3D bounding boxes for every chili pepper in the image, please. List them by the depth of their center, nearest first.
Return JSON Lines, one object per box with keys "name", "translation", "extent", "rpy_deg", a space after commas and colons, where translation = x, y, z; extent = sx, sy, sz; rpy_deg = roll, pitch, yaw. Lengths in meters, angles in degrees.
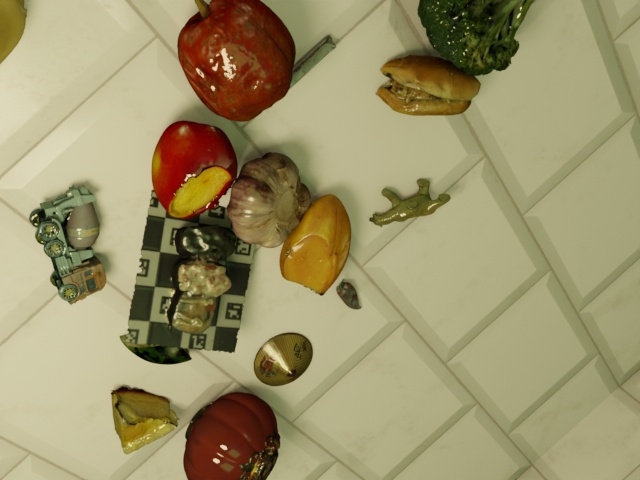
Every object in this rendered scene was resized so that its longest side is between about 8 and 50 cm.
{"name": "chili pepper", "translation": [0.083, 0.161, 1.814], "extent": [0.050, 0.041, 0.153], "rpy_deg": [-23, 141, 11]}

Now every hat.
{"name": "hat", "translation": [-0.097, 0.374, 1.817], "extent": [0.193, 0.082, 0.193], "rpy_deg": [-10, 118, -20]}

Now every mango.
{"name": "mango", "translation": [0.000, 0.000, 1.637], "extent": [0.187, 0.138, 0.257], "rpy_deg": [20, 104, -26]}

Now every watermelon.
{"name": "watermelon", "translation": [-0.432, 0.280, 1.602], "extent": [0.145, 0.137, 0.193], "rpy_deg": [-25, 165, -13]}

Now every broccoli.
{"name": "broccoli", "translation": [0.372, -0.553, 1.445], "extent": [0.283, 0.304, 0.321], "rpy_deg": [-27, 158, 36]}

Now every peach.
{"name": "peach", "translation": [-0.285, -0.153, 1.387], "extent": [0.196, 0.190, 0.226], "rpy_deg": [7, 98, -3]}

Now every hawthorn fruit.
{"name": "hawthorn fruit", "translation": [-0.177, -0.385, 1.302], "extent": [0.258, 0.258, 0.262], "rpy_deg": [-48, 152, 5]}

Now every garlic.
{"name": "garlic", "translation": [-0.137, -0.102, 1.513], "extent": [0.245, 0.160, 0.245], "rpy_deg": [-25, 124, -44]}

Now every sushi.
{"name": "sushi", "translation": [-0.289, 0.089, 1.489], "extent": [0.296, 0.100, 0.373], "rpy_deg": [12, 86, -30]}

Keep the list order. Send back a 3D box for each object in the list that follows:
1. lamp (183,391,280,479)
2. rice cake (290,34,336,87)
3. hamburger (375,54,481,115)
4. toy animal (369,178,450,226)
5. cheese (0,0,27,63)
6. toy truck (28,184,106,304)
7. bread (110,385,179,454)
{"name": "lamp", "translation": [-0.252, 0.582, 1.741], "extent": [0.303, 0.257, 0.303], "rpy_deg": [-50, 155, -33]}
{"name": "rice cake", "translation": [-0.045, -0.412, 1.467], "extent": [0.207, 0.033, 0.033], "rpy_deg": [-42, 126, 0]}
{"name": "hamburger", "translation": [0.297, -0.389, 1.562], "extent": [0.282, 0.156, 0.144], "rpy_deg": [-2, 115, -21]}
{"name": "toy animal", "translation": [0.249, -0.095, 1.740], "extent": [0.218, 0.103, 0.101], "rpy_deg": [-17, 145, -21]}
{"name": "cheese", "translation": [-0.679, -0.373, 1.094], "extent": [0.316, 0.259, 0.128], "rpy_deg": [-37, 83, -16]}
{"name": "toy truck", "translation": [-0.565, 0.008, 1.405], "extent": [0.140, 0.108, 0.257], "rpy_deg": [-22, 120, -29]}
{"name": "bread", "translation": [-0.487, 0.462, 1.648], "extent": [0.169, 0.140, 0.160], "rpy_deg": [-25, 134, -16]}
